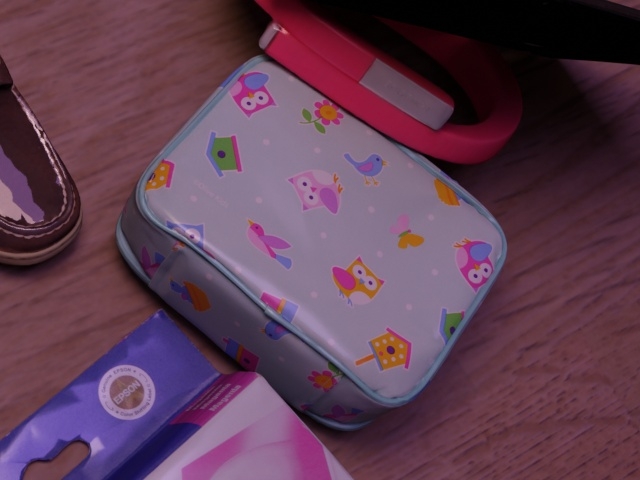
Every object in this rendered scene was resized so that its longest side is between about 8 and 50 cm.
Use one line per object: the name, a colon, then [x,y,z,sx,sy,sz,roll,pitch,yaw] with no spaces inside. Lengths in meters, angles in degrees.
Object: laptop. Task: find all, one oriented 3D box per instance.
laptop: [0.142,-0.282,1.201,0.382,0.408,0.236,4,96,-46]

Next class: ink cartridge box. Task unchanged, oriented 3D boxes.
ink cartridge box: [-0.111,0.253,1.058,0.330,0.071,0.324,47,62,2]

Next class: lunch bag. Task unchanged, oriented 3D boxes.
lunch bag: [0.000,0.000,1.179,0.279,0.108,0.224,39,56,-3]

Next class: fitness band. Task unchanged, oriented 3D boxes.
fitness band: [0.043,-0.172,1.247,0.291,0.054,0.209,34,28,-9]

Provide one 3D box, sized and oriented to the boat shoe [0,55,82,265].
boat shoe: [-0.301,-0.130,1.115,0.123,0.123,0.342,-36,84,-28]
